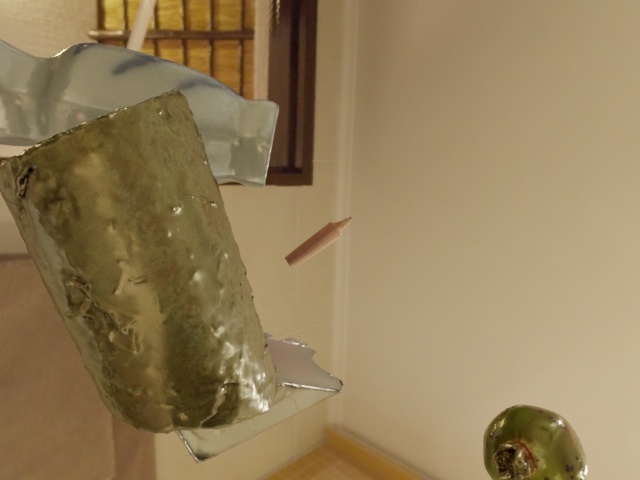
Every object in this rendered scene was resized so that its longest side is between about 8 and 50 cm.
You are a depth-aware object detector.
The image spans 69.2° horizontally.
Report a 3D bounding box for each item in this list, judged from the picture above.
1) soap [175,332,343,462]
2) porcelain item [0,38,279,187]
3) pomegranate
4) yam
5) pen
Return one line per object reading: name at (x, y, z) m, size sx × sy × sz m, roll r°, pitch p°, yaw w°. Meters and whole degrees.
soap at (-0.136, 0.203, 0.788) m, size 0.159 × 0.303 × 0.257 m, roll 45°, pitch -26°, yaw 50°
porcelain item at (-0.273, -0.183, 0.710) m, size 0.242 × 0.406 × 0.178 m, roll -134°, pitch -127°, yaw -80°
pomegranate at (0.342, 0.352, 0.759) m, size 0.159 × 0.205 × 0.159 m, roll -11°, pitch -108°, yaw 38°
yam at (-0.144, 0.035, 0.412) m, size 0.168 × 0.168 × 0.304 m, roll 9°, pitch -60°, yaw 43°
pen at (0.000, 0.000, 1.153) m, size 0.197 × 0.032 × 0.053 m, roll -36°, pitch -137°, yaw -1°
